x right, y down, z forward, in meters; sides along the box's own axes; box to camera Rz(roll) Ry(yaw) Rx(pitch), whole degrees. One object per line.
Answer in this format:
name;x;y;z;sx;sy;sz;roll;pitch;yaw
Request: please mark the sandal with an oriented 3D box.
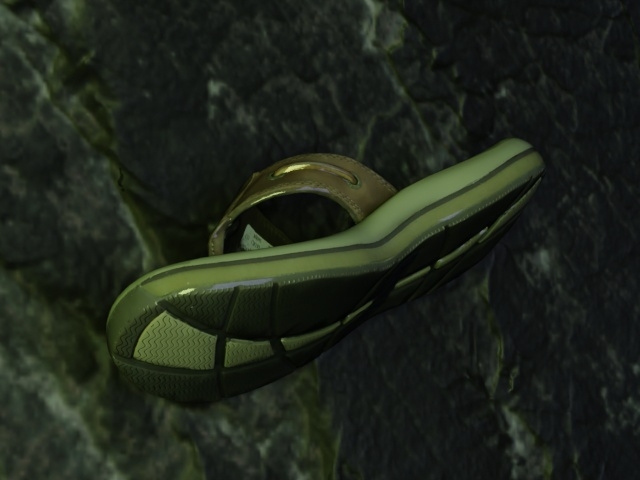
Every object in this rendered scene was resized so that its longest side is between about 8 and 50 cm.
sandal;0.000;0.000;0.833;0.302;0.120;0.086;-23;69;-44
